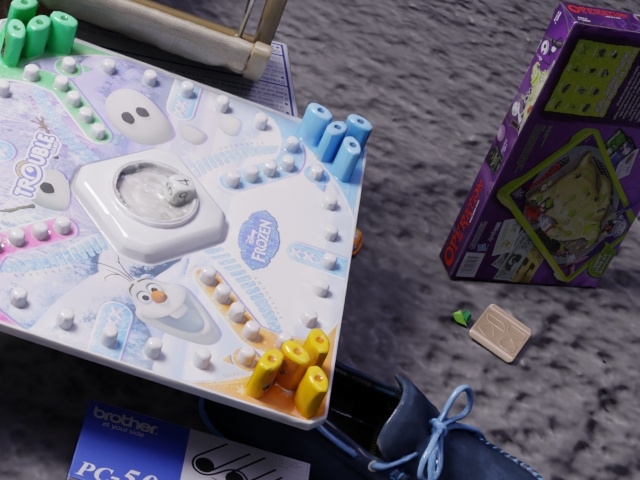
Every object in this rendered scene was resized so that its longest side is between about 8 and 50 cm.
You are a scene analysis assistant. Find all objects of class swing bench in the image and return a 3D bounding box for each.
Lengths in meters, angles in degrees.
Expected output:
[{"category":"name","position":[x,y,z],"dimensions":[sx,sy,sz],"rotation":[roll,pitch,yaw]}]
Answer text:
[{"category":"swing bench","position":[-0.146,-0.296,1.443],"dimensions":[0.253,0.254,0.165],"rotation":[18,31,-6]}]

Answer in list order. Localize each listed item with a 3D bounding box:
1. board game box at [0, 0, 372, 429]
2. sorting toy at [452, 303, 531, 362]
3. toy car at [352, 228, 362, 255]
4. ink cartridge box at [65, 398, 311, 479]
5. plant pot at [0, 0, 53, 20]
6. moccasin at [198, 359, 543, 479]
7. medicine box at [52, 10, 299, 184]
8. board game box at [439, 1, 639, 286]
[{"category":"board game box","position":[-0.150,-0.044,1.320],"dimensions":[0.390,0.050,0.390],"rotation":[19,42,-8]},{"category":"sorting toy","position":[0.186,0.095,1.599],"dimensions":[0.083,0.012,0.062],"rotation":[35,43,9]},{"category":"toy car","position":[0.000,0.000,1.592],"dimensions":[0.060,0.040,0.122],"rotation":[38,39,19]},{"category":"ink cartridge box","position":[-0.115,0.213,1.263],"dimensions":[0.207,0.046,0.097],"rotation":[18,36,-8]},{"category":"plant pot","position":[-0.307,-0.380,1.714],"dimensions":[0.323,0.323,0.280],"rotation":[5,58,-23]},{"category":"moccasin","position":[0.057,0.185,1.331],"dimensions":[0.342,0.117,0.137],"rotation":[19,37,-6]},{"category":"medicine box","position":[-0.166,-0.101,1.535],"dimensions":[0.263,0.149,0.289],"rotation":[11,39,-17]},{"category":"board game box","position":[0.287,-0.094,1.609],"dimensions":[0.208,0.347,0.056],"rotation":[7,37,-22]}]
